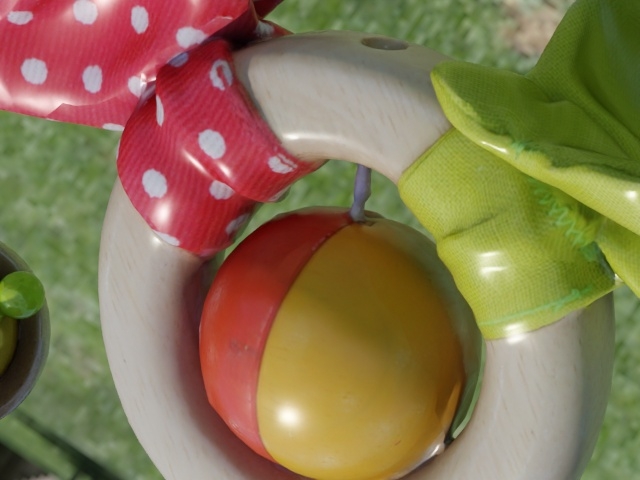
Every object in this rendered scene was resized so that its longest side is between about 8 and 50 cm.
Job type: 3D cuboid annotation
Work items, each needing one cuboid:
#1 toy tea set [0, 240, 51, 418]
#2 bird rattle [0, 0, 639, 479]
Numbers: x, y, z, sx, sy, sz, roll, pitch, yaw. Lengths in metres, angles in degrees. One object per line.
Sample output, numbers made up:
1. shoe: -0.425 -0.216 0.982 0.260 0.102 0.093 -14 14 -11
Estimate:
1. toy tea set: -0.263 0.116 0.820 0.336 0.200 0.124 -15 177 15
2. bird rattle: 0.000 0.000 0.562 0.253 0.207 0.143 15 -163 18
